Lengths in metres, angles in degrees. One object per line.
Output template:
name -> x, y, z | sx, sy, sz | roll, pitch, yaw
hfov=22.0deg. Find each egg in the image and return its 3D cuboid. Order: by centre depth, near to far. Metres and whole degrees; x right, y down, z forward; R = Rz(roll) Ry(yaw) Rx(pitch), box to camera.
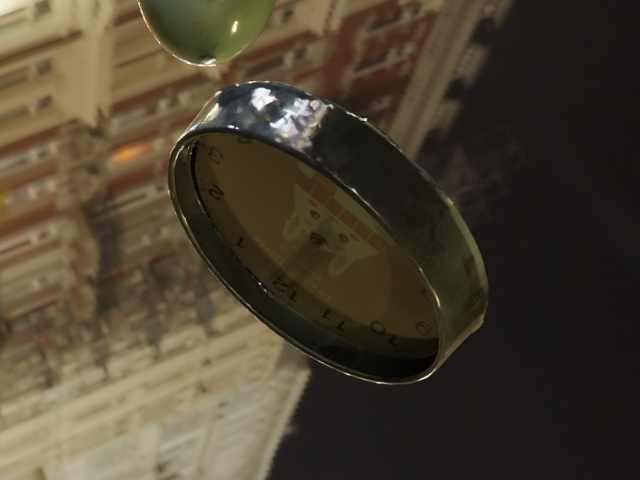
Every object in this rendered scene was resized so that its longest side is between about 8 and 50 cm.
egg -> -0.125, -0.307, 1.838 | 0.168, 0.168, 0.230 | 140, -44, -72

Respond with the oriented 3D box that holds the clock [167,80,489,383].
clock -> 0.000, 0.000, 1.767 | 0.386, 0.076, 0.386 | 30, -31, 20
